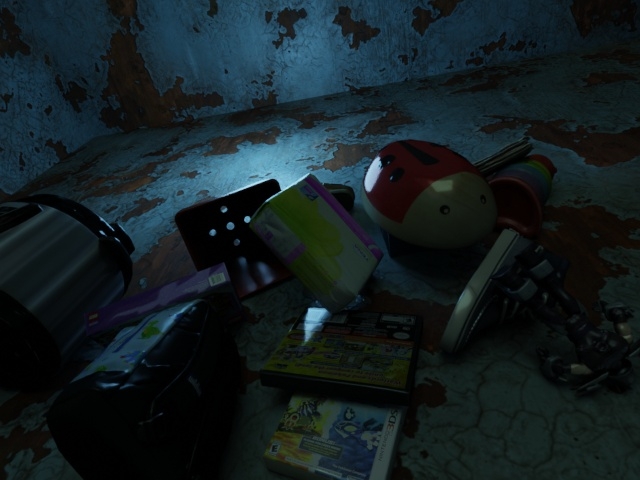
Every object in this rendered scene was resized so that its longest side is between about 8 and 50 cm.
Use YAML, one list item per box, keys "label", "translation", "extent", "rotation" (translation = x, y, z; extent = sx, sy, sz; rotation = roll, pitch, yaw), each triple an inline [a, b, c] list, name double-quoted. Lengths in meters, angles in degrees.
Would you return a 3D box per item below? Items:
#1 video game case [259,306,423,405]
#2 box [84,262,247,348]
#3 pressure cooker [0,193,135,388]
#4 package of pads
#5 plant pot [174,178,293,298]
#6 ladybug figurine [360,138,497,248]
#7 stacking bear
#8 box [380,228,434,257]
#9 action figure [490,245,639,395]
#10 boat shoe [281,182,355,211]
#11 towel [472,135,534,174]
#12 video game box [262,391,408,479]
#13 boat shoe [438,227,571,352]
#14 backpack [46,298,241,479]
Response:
- label: "video game case"
  translation: [0.054, 0.215, 0.808]
  extent: [0.275, 0.035, 0.248]
  rotation: [1, 20, 19]
- label: "box"
  translation: [-0.326, 0.170, 0.902]
  extent: [0.293, 0.201, 0.057]
  rotation: [-20, 57, -12]
- label: "pressure cooker"
  translation: [-0.697, 0.094, 1.002]
  extent: [0.370, 0.375, 0.420]
  rotation: [29, 37, -5]
- label: "package of pads"
  translation: [0.000, 0.000, 0.956]
  extent: [0.101, 0.296, 0.229]
  rotation: [-42, 2, 36]
- label: "plant pot"
  translation: [-0.234, -0.017, 1.126]
  extent: [0.267, 0.267, 0.236]
  rotation: [-23, 21, -16]
- label: "ladybug figurine"
  translation: [0.262, -0.145, 1.047]
  extent: [0.305, 0.162, 0.449]
  rotation: [-19, 34, -12]
- label: "stacking bear"
  translation: [0.575, -0.155, 1.144]
  extent: [0.175, 0.164, 0.289]
  rotation: [17, 38, 37]
- label: "box"
  translation: [0.252, -0.044, 1.132]
  extent: [0.156, 0.093, 0.158]
  rotation: [-11, 34, 3]
- label: "action figure"
  translation: [0.443, 0.141, 0.716]
  extent: [0.185, 0.099, 0.285]
  rotation: [-37, 74, -5]
- label: "boat shoe"
  translation: [-0.037, -0.139, 1.373]
  extent: [0.307, 0.111, 0.104]
  rotation: [2, 31, 4]
- label: "towel"
  translation: [0.525, -0.235, 1.206]
  extent: [0.187, 0.049, 0.282]
  rotation: [-27, -6, 20]
- label: "video game box"
  translation: [0.034, 0.323, 0.696]
  extent: [0.205, 0.048, 0.187]
  rotation: [4, 33, 23]
- label: "boat shoe"
  translation: [0.386, 0.120, 0.824]
  extent: [0.158, 0.127, 0.340]
  rotation: [30, 60, 25]
- label: "backpack"
  translation: [-0.263, 0.253, 0.702]
  extent: [0.273, 0.290, 0.355]
  rotation: [-18, 21, 22]
